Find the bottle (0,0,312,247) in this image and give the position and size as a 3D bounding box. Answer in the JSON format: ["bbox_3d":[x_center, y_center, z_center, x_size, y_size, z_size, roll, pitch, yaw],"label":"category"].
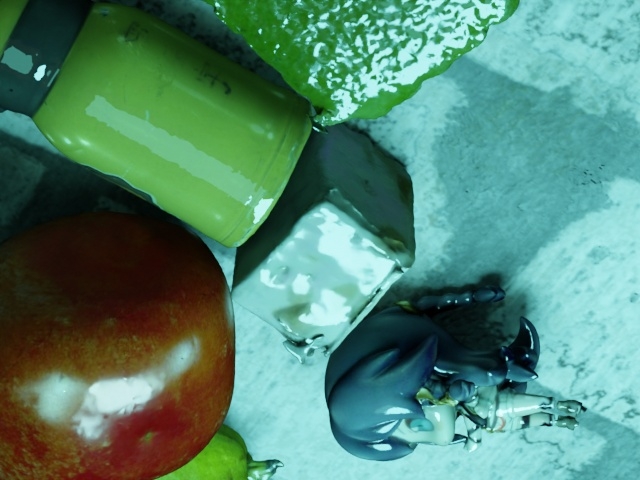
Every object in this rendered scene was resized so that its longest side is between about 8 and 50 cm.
[{"bbox_3d":[-0.196,-0.145,1.571,0.351,0.171,0.171,29,126,-12],"label":"bottle"}]

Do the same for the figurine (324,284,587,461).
[{"bbox_3d":[0.136,0.156,1.742,0.265,0.197,0.175,-10,128,-10],"label":"figurine"}]

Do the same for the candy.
[{"bbox_3d":[0.000,0.000,1.639,0.137,0.195,0.185,31,122,-18],"label":"candy"}]

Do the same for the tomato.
[{"bbox_3d":[-0.243,0.120,1.683,0.325,0.290,0.293,-14,135,-32],"label":"tomato"}]

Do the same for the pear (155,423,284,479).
[{"bbox_3d":[-0.219,0.328,1.887,0.375,0.287,0.287,-21,124,3],"label":"pear"}]

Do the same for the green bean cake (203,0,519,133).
[{"bbox_3d":[0.033,-0.263,1.448,0.247,0.156,0.250,-36,115,29],"label":"green bean cake"}]
